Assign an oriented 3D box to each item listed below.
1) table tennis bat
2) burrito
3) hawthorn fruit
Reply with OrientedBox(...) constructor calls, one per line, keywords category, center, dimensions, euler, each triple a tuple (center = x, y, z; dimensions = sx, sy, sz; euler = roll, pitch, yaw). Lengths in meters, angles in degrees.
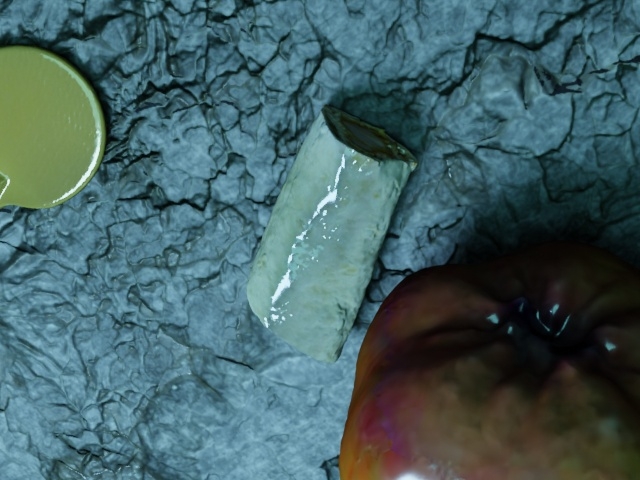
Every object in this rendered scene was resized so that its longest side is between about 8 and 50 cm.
OrientedBox(category="table tennis bat", center=(-0.388, -0.094, 1.344), dimensions=(0.198, 0.050, 0.321), euler=(34, 113, -7))
OrientedBox(category="burrito", center=(0.004, 0.001, 1.296), dimensions=(0.143, 0.105, 0.299), euler=(19, 116, -5))
OrientedBox(category="hawthorn fruit", center=(0.240, 0.248, 1.192), dimensions=(0.472, 0.472, 0.471), euler=(4, 116, 8))
